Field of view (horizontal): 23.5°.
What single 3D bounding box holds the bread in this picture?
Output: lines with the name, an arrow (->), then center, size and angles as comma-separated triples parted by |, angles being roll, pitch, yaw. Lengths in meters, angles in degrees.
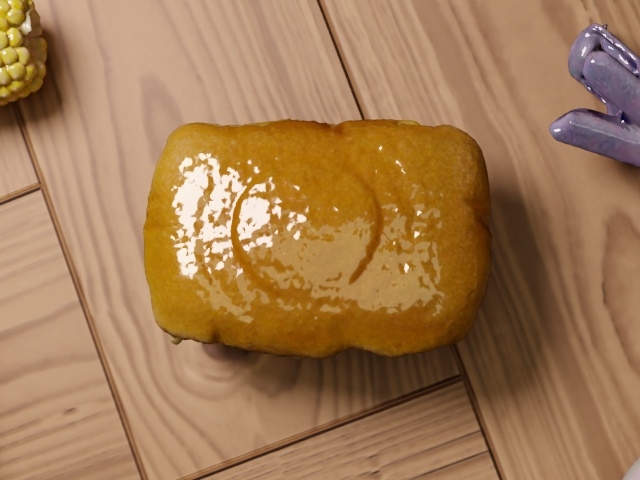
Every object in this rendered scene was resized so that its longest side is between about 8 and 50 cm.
bread -> 0.000, 0.000, 1.092 | 0.245, 0.121, 0.174 | 2, 85, 9

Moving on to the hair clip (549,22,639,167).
hair clip -> 0.273, -0.044, 1.080 | 0.278, 0.090, 0.137 | 38, 124, 12

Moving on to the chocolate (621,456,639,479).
chocolate -> 0.269, 0.192, 1.021 | 0.147, 0.221, 0.221 | 21, 87, 28

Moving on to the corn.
corn -> -0.327, -0.131, 1.160 | 0.244, 0.093, 0.093 | -9, 83, 7
